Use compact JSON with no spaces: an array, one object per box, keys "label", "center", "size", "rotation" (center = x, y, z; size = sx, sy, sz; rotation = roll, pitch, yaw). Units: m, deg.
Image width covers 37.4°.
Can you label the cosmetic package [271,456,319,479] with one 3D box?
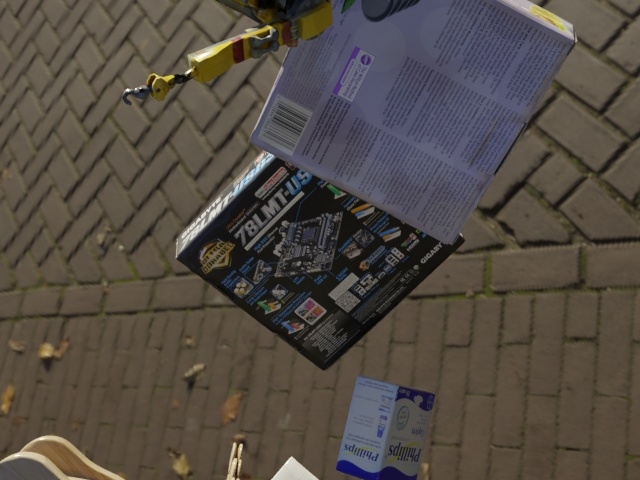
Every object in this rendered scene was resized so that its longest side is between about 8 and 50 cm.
[{"label":"cosmetic package","center":[-0.082,0.429,1.323],"size":[0.099,0.060,0.239],"rotation":[37,60,15]}]

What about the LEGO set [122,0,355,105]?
[{"label":"LEGO set","center":[-0.059,-0.167,0.364],"size":[0.192,0.331,0.255],"rotation":[36,117,39]}]

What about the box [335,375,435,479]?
[{"label":"box","center":[0.095,0.271,1.344],"size":[0.072,0.126,0.137],"rotation":[9,82,34]}]

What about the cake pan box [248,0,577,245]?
[{"label":"cake pan box","center":[0.085,-0.152,0.958],"size":[0.245,0.070,0.267],"rotation":[27,119,0]}]

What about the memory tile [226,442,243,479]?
[{"label":"memory tile","center":[-0.105,0.307,1.063],"size":[0.148,0.012,0.113],"rotation":[-94,15,-71]}]

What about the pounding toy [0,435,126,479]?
[{"label":"pounding toy","center":[-0.164,0.267,0.734],"size":[0.269,0.155,0.154],"rotation":[33,89,1]}]

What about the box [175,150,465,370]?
[{"label":"box","center":[0.000,0.000,1.334],"size":[0.295,0.293,0.073],"rotation":[-45,22,15]}]
